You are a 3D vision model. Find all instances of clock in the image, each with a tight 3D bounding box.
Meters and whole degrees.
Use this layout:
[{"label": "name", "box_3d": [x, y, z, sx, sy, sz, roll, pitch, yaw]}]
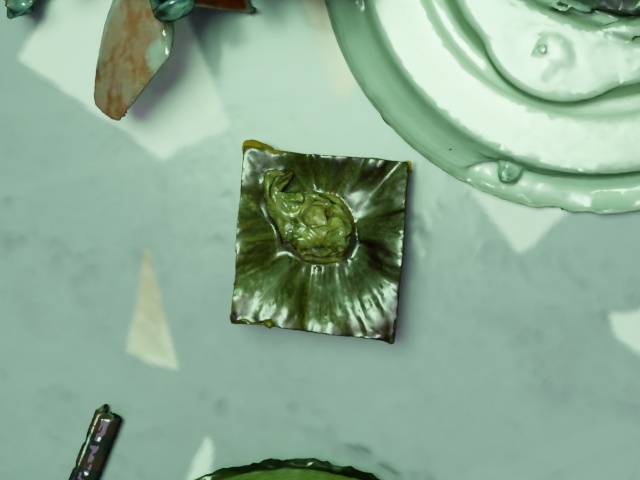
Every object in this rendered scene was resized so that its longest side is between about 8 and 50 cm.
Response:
[{"label": "clock", "box_3d": [0.114, -0.129, 0.653, 0.237, 0.053, 0.236, 0, 92, 5]}]

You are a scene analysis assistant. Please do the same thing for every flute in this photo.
[{"label": "flute", "box_3d": [-0.144, 0.199, 0.712, 0.014, 0.014, 0.269, 23, 94, 5]}]

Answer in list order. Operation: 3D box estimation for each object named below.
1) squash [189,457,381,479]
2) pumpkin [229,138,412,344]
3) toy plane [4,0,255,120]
[{"label": "squash", "box_3d": [-0.018, 0.208, 0.648, 0.220, 0.133, 0.220, 0, 96, 2]}, {"label": "pumpkin", "box_3d": [0.000, 0.000, 0.670, 0.074, 0.054, 0.083, 4, 87, 2]}, {"label": "toy plane", "box_3d": [-0.097, -0.224, 0.648, 0.223, 0.104, 0.326, -28, 84, 35]}]
